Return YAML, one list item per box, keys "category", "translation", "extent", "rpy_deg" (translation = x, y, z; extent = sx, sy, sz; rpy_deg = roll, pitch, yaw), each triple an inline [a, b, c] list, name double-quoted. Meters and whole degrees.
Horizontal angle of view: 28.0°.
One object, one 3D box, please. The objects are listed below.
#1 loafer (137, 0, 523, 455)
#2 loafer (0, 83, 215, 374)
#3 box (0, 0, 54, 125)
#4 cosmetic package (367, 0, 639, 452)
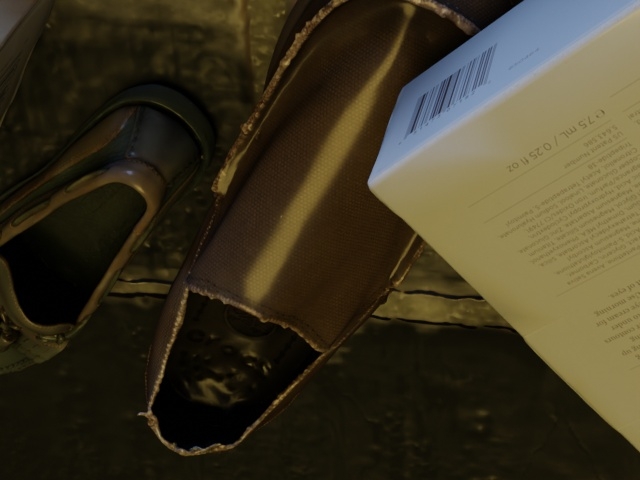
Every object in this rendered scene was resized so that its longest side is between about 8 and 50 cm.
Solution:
- category: "loafer"
  translation: [0.000, 0.000, 0.711]
  extent: [0.133, 0.130, 0.366]
  rpy_deg: [24, 128, -4]
- category: "loafer"
  translation: [-0.166, 0.011, 0.789]
  extent: [0.096, 0.084, 0.267]
  rpy_deg: [36, 126, -14]
- category: "box"
  translation: [-0.314, -0.146, 0.686]
  extent: [0.311, 0.121, 0.148]
  rpy_deg: [27, 128, -7]
- category: "cosmetic package"
  translation: [0.253, -0.042, 0.524]
  extent: [0.377, 0.097, 0.284]
  rpy_deg: [-33, 111, 34]
